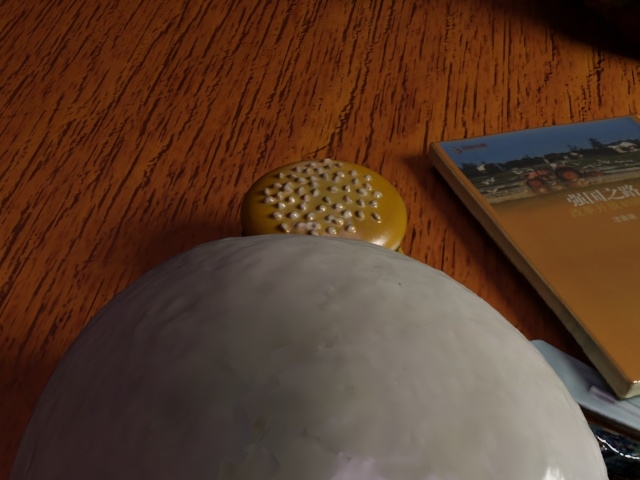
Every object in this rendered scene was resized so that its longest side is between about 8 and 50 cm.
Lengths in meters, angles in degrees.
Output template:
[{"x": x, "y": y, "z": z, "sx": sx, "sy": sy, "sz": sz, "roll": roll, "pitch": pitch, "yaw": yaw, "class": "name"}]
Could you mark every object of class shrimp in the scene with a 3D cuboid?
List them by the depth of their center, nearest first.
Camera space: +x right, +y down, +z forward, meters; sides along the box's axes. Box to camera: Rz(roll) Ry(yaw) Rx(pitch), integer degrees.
[{"x": 0.156, "y": 0.138, "z": 0.764, "sx": 0.262, "sy": 0.198, "sz": 0.051, "roll": 13, "pitch": 78, "yaw": 18, "class": "shrimp"}]

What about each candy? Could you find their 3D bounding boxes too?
[{"x": -0.040, "y": 0.146, "z": 0.668, "sx": 0.386, "sy": 0.186, "sz": 0.427, "roll": -26, "pitch": 39, "yaw": -2, "class": "candy"}]

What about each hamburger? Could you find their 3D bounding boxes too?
[{"x": 0.000, "y": 0.000, "z": 0.952, "sx": 0.162, "sy": 0.115, "sz": 0.162, "roll": 1, "pitch": 40, "yaw": 0, "class": "hamburger"}]

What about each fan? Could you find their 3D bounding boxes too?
[{"x": 0.282, "y": 0.150, "z": 0.863, "sx": 0.282, "sy": 0.023, "sz": 0.057, "roll": 25, "pitch": 36, "yaw": 25, "class": "fan"}]

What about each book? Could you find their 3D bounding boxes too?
[{"x": 0.299, "y": -0.008, "z": 1.037, "sx": 0.262, "sy": 0.028, "sz": 0.374, "roll": -10, "pitch": 40, "yaw": -18, "class": "book"}]

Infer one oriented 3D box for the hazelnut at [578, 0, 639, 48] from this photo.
[{"x": 0.442, "y": -0.408, "z": 1.319, "sx": 0.359, "sy": 0.359, "sz": 0.409, "roll": -11, "pitch": 33, "yaw": -16, "class": "hazelnut"}]
